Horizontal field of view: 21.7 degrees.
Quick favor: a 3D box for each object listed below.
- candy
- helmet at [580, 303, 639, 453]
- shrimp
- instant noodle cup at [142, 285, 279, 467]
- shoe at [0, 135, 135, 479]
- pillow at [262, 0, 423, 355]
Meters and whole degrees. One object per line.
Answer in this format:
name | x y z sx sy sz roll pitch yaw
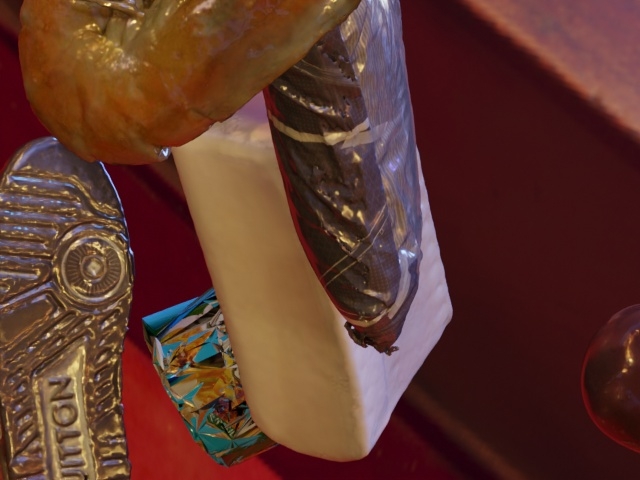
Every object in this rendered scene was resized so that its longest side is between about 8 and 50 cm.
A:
candy | -0.003 0.001 1.519 0.145 0.359 0.208 7 39 30
helmet | 0.300 0.118 1.561 0.106 0.155 0.175 15 71 -16
shrimp | -0.053 -0.115 0.739 0.217 0.051 0.115 -31 94 24
instant noodle cup | -0.078 0.139 1.906 0.178 0.240 0.240 -33 70 5
shoe | -0.196 0.076 1.173 0.109 0.149 0.293 -4 92 -20
pillow | 0.012 -0.081 1.086 0.092 0.335 0.161 -4 35 11
